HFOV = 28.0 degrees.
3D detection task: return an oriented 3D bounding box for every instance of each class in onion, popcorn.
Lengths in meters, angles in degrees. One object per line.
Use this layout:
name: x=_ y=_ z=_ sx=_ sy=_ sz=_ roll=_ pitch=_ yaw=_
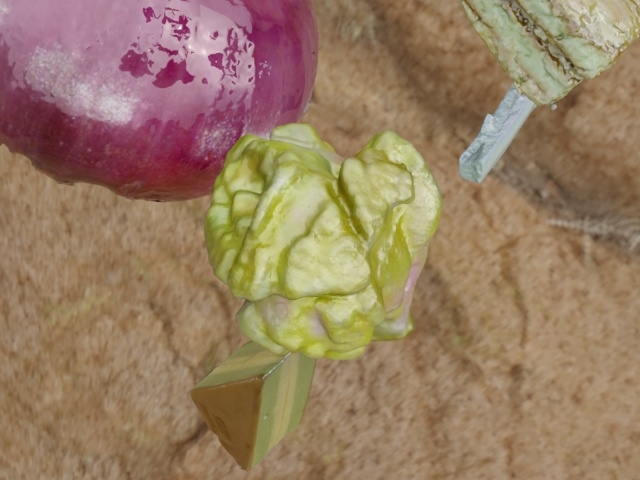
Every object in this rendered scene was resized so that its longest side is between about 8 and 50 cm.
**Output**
onion: x=-0.151 y=-0.204 z=1.121 sx=0.358 sy=0.345 sz=0.358 roll=29 pitch=50 yaw=-42
popcorn: x=0.000 y=0.000 z=0.697 sx=0.126 sy=0.145 sz=0.125 roll=2 pitch=95 yaw=-4

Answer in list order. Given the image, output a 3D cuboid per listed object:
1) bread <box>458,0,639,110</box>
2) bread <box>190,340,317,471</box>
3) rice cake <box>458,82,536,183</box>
bread: x=0.206 y=-0.216 z=1.088 sx=0.138 sy=0.102 sz=0.196 roll=44 pitch=45 yaw=-5
bread: x=-0.031 y=0.123 z=0.998 sx=0.074 sy=0.139 sz=0.084 roll=-40 pitch=99 yaw=-31
rice cake: x=0.188 y=-0.120 z=1.329 sx=0.030 sy=0.042 sz=0.180 roll=15 pitch=41 yaw=22
